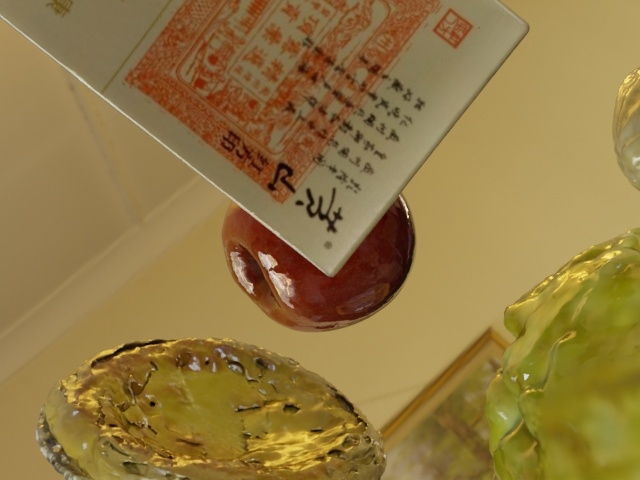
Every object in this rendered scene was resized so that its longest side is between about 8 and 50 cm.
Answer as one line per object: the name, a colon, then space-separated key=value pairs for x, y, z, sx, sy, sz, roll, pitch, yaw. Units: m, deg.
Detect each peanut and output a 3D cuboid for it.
peanut: x=0.374 y=-0.147 z=1.029 sx=0.290 sy=0.130 sz=0.130 roll=-43 pitch=-23 yaw=-28

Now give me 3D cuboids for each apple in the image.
apple: x=0.000 y=0.000 z=1.251 sx=0.201 sy=0.218 sz=0.218 roll=-32 pitch=-28 yaw=-26

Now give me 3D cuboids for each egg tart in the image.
egg tart: x=-0.072 y=0.143 z=0.705 sx=0.234 sy=0.234 sz=0.094 roll=-10 pitch=-61 yaw=-54

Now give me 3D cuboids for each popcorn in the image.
popcorn: x=0.172 y=0.100 z=0.455 sx=0.183 sy=0.221 sz=0.204 roll=-36 pitch=-2 yaw=33

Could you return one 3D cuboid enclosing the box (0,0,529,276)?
box: x=-0.030 y=-0.099 z=0.464 sx=0.141 sy=0.201 sz=0.058 roll=-50 pitch=1 yaw=6
